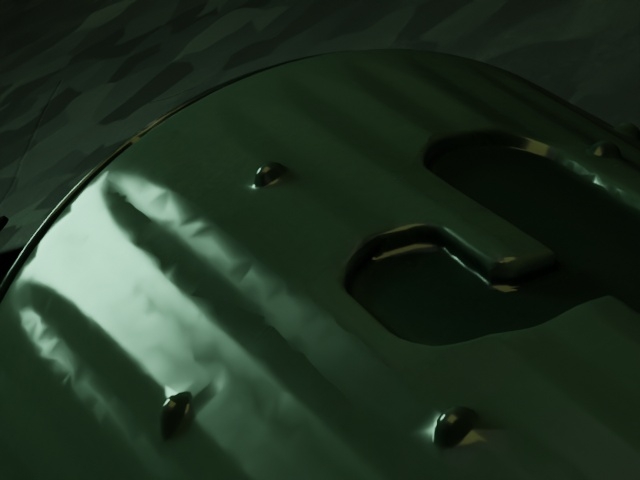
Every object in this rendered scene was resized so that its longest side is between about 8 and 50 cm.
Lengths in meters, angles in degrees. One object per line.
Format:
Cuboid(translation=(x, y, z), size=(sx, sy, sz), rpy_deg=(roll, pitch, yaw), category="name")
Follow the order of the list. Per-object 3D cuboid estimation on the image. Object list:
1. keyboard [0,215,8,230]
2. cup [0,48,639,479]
Cuboid(translation=(-0.371, 0.031, 1.607), size=(0.381, 0.041, 0.103), rpy_deg=(-16, 27, 33), category="keyboard")
Cuboid(translation=(0.111, 0.100, 0.514), size=(0.401, 0.310, 0.392), rpy_deg=(-37, 28, -10), category="cup")
